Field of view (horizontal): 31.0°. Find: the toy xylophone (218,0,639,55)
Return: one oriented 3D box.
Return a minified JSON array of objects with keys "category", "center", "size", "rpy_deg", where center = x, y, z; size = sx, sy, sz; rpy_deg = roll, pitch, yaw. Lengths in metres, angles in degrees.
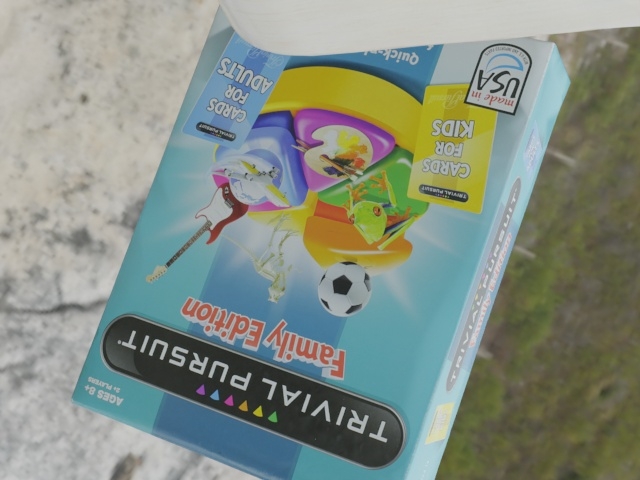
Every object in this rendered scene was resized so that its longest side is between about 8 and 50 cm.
[{"category":"toy xylophone","center":[0.067,-0.141,0.275],"size":[0.236,0.323,0.081],"rpy_deg":[70,30,-52]}]

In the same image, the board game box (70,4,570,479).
[{"category":"board game box","center":[0.000,0.000,0.819],"size":[0.079,0.254,0.336],"rpy_deg":[36,73,-66]}]
